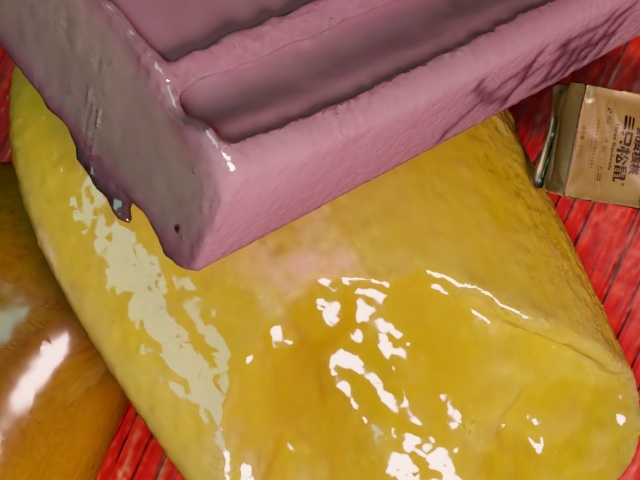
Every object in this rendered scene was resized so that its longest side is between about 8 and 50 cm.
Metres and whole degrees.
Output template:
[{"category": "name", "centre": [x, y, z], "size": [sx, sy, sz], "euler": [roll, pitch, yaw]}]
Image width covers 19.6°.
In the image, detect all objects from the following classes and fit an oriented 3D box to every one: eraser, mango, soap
[{"category": "eraser", "centre": [-0.001, -0.174, 1.042], "size": [0.272, 0.359, 0.122], "euler": [53, 147, 15]}, {"category": "mango", "centre": [-0.249, 0.109, 1.178], "size": [0.378, 0.221, 0.264], "euler": [-51, 53, 10]}, {"category": "soap", "centre": [0.001, 0.000, 1.096], "size": [0.306, 0.115, 0.427], "euler": [-29, 83, -21]}]

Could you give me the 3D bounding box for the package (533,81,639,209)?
[{"category": "package", "centre": [0.199, -0.052, 1.114], "size": [0.131, 0.047, 0.071], "euler": [7, 91, -18]}]
